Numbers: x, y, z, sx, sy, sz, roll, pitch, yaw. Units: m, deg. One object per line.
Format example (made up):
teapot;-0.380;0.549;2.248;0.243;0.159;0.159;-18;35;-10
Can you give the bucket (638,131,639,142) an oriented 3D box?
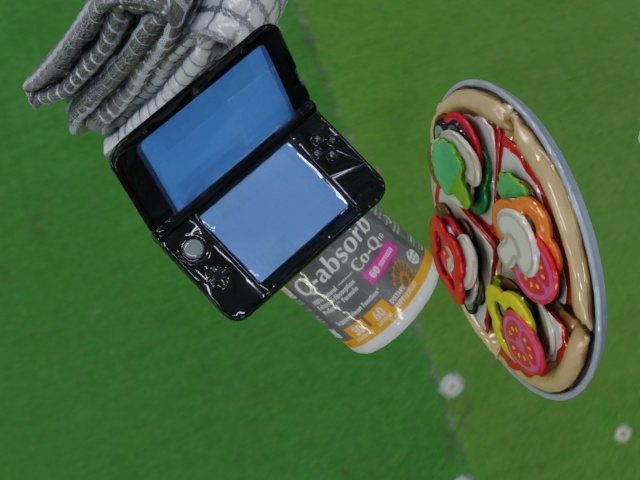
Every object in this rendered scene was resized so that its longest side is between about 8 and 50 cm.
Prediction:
bucket;0.499;-0.091;1.675;0.281;0.281;0.183;52;126;4

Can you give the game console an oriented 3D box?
game console;-0.037;-0.036;0.872;0.122;0.071;0.107;-41;80;-14

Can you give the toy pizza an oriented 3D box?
toy pizza;0.106;0.003;0.949;0.032;0.201;0.201;-17;93;-18

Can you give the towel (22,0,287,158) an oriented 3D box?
towel;-0.098;-0.197;1.139;0.121;0.283;0.235;27;67;-15

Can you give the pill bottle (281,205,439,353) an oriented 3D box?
pill bottle;0.000;0.000;1.966;0.278;0.162;0.162;40;109;-14
